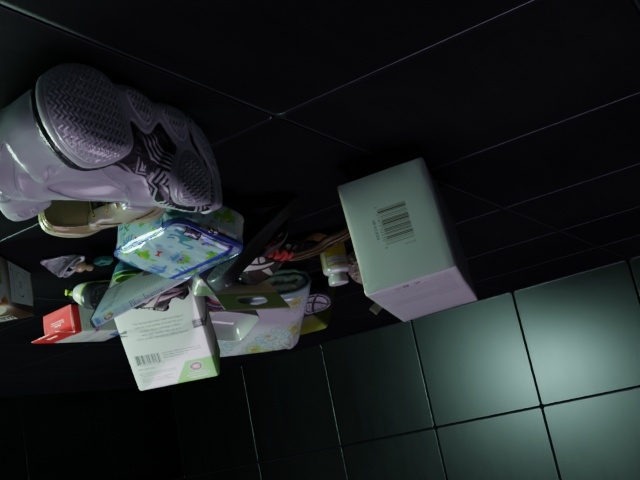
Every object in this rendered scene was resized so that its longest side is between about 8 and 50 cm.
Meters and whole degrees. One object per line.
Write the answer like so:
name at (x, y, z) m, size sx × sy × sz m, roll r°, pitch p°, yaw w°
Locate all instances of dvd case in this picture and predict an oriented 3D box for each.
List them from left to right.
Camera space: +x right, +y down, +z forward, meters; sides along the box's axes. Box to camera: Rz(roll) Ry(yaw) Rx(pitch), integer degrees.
dvd case at (-0.351, 0.085, 1.704) m, size 0.252 × 0.022 × 0.180 m, roll -28°, pitch -163°, yaw 4°

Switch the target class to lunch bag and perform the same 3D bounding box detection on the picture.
lunch bag at (-0.256, -0.004, 1.512) m, size 0.218 × 0.090 × 0.176 m, roll -22°, pitch 146°, yaw 38°

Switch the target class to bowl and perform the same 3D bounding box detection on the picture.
bowl at (-0.247, 0.207, 2.158) m, size 0.142 × 0.053 × 0.142 m, roll 8°, pitch 139°, yaw -31°

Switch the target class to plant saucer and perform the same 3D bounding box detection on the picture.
plant saucer at (-0.054, 0.207, 2.516) m, size 0.188 × 0.188 × 0.045 m, roll -19°, pitch 125°, yaw 27°

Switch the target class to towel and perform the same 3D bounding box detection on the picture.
towel at (-0.226, 0.211, 2.296) m, size 0.374 × 0.090 × 0.321 m, roll -4°, pitch 145°, yaw -15°

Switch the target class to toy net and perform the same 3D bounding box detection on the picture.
toy net at (-0.472, 0.055, 1.747) m, size 0.232 × 0.045 × 0.122 m, roll 1°, pitch 162°, yaw -40°

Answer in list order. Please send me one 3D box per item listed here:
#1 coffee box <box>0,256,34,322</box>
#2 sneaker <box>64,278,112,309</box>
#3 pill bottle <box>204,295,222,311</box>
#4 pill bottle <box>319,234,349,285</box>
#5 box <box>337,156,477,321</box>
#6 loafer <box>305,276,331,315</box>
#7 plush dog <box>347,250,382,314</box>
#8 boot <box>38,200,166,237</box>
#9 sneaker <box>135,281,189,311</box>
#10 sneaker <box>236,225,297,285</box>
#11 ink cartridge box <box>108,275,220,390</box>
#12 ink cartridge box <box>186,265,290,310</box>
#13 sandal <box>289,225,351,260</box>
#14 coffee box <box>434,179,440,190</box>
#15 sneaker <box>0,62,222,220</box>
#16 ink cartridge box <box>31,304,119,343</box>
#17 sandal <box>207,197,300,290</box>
coffee box at (-0.681, 0.099, 1.636) m, size 0.141 × 0.098 × 0.246 m, roll -11°, pitch 166°, yaw -1°
sneaker at (-0.510, 0.124, 1.977) m, size 0.097 × 0.084 × 0.234 m, roll 8°, pitch 177°, yaw 31°
pill bottle at (-0.246, 0.106, 2.004) m, size 0.107 × 0.108 × 0.180 m, roll -6°, pitch 165°, yaw -22°
pill bottle at (0.033, 0.049, 1.982) m, size 0.065 × 0.117 × 0.065 m, roll -10°, pitch 166°, yaw -3°
box at (0.177, 0.012, 1.586) m, size 0.168 × 0.215 × 0.345 m, roll -19°, pitch 162°, yaw 12°
loafer at (-0.114, 0.176, 2.436) m, size 0.302 × 0.095 × 0.109 m, roll -11°, pitch 133°, yaw 11°
plush dog at (0.211, 0.062, 2.096) m, size 0.262 × 0.211 × 0.225 m, roll -9°, pitch 143°, yaw -9°
boot at (-0.328, -0.070, 1.301) m, size 0.213 × 0.077 × 0.165 m, roll -10°, pitch 168°, yaw -29°
sneaker at (-0.364, 0.127, 1.778) m, size 0.178 × 0.077 × 0.072 m, roll -23°, pitch -163°, yaw 17°
sneaker at (-0.163, 0.032, 1.718) m, size 0.135 × 0.097 × 0.276 m, roll -53°, pitch 153°, yaw 14°
ink cartridge box at (-0.362, 0.197, 1.928) m, size 0.198 × 0.273 × 0.115 m, roll -11°, pitch -152°, yaw 0°
ink cartridge box at (-0.196, 0.098, 1.800) m, size 0.171 × 0.235 × 0.056 m, roll 0°, pitch 125°, yaw -38°
sandal at (0.000, 0.000, 1.924) m, size 0.180 × 0.049 × 0.072 m, roll -27°, pitch 171°, yaw 2°
coffee box at (0.144, -0.092, 1.668) m, size 0.184 × 0.041 × 0.113 m, roll 0°, pitch 160°, yaw -40°
sneaker at (-0.294, -0.103, 1.087) m, size 0.210 × 0.138 × 0.366 m, roll -16°, pitch 160°, yaw 22°
ink cartridge box at (-0.645, 0.224, 2.209) m, size 0.134 × 0.078 × 0.231 m, roll -23°, pitch 163°, yaw 36°
sandal at (-0.122, 0.012, 1.575) m, size 0.097 × 0.054 × 0.254 m, roll -14°, pitch -150°, yaw 54°
